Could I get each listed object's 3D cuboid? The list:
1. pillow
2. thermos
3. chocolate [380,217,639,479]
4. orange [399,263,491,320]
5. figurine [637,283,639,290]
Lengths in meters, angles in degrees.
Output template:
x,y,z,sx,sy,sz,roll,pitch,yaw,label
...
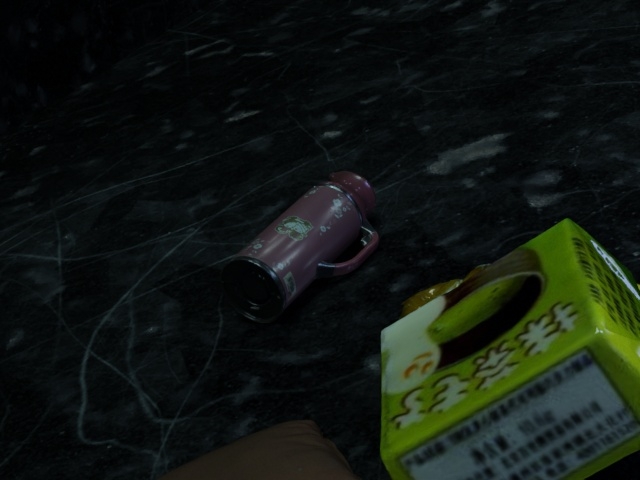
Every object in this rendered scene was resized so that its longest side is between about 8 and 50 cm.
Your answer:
x,y,z,sx,sy,sz,roll,pitch,yaw,label
-0.101,0.302,1.318,0.305,0.108,0.308,-24,13,-10,pillow
-0.005,-0.007,1.927,0.136,0.109,0.330,0,30,36,thermos
0.203,0.141,1.337,0.301,0.137,0.289,-35,21,18,chocolate
0.183,0.099,1.572,0.160,0.112,0.170,-29,1,2,orange
0.342,0.135,1.427,0.129,0.109,0.178,-30,16,38,figurine
